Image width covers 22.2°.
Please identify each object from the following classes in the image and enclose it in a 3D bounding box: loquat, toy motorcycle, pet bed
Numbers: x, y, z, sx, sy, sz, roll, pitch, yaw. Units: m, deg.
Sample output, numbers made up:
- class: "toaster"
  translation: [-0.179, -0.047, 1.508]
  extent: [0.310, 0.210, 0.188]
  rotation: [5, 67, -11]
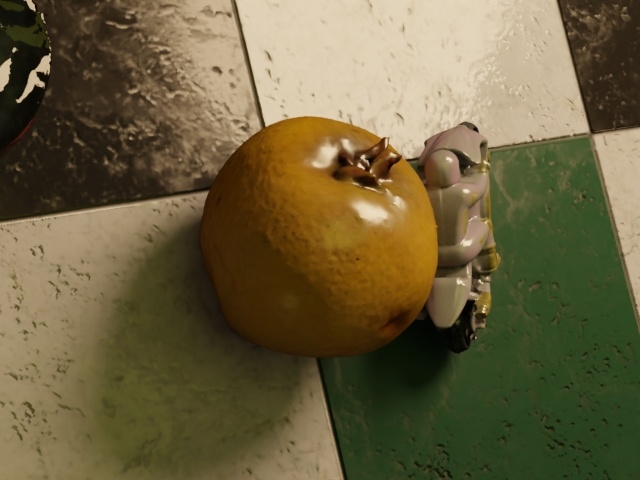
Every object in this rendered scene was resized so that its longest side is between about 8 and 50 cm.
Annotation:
- class: "loquat"
  translation: [0.000, 0.000, 1.363]
  extent: [0.208, 0.208, 0.208]
  rotation: [6, 76, -24]
- class: "toy motorcycle"
  translation: [0.121, -0.020, 1.465]
  extent: [0.073, 0.152, 0.225]
  rotation: [-1, 69, 16]
- class: "pet bed"
  translation: [-0.315, -0.153, 1.336]
  extent: [0.201, 0.053, 0.201]
  rotation: [5, 76, -23]
